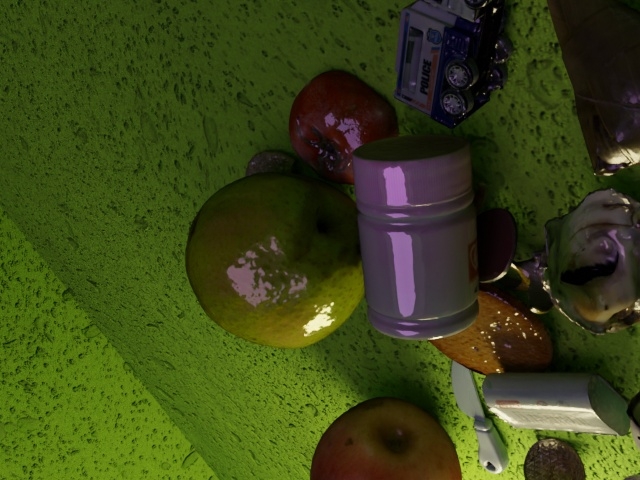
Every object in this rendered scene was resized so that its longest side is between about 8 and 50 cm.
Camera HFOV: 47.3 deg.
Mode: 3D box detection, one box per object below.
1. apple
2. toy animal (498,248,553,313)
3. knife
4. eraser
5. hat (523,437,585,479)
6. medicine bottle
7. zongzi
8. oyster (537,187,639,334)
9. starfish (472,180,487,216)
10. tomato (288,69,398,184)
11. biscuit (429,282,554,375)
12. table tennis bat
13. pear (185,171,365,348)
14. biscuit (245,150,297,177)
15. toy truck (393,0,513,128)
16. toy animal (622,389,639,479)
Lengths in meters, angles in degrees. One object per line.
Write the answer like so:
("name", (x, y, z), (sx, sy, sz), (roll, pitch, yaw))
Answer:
("apple", (0.158, 0.547, 1.728), (0.364, 0.364, 0.363), (26, 138, 26))
("toy animal", (0.392, 0.059, 1.265), (0.155, 0.219, 0.095), (-10, 101, 8))
("knife", (0.346, 0.384, 1.650), (0.080, 0.044, 0.331), (-3, 115, 50))
("eraser", (0.451, 0.314, 1.409), (0.227, 0.081, 0.174), (-11, 140, 46))
("hat", (0.517, 0.497, 1.567), (0.146, 0.067, 0.145), (-14, 71, 46))
("medicine bottle", (0.166, -0.010, 1.255), (0.202, 0.202, 0.315), (11, 117, 38))
("zongzi", (0.433, -0.248, 0.906), (0.274, 0.145, 0.299), (-10, 110, 44))
("oyster", (0.429, 0.039, 1.143), (0.100, 0.275, 0.271), (-115, 30, -52))
("starfish", (0.212, -0.048, 1.373), (0.138, 0.050, 0.247), (39, 129, 12))
("tomato", (0.031, -0.197, 1.377), (0.237, 0.095, 0.236), (26, 139, 25))
("biscuit", (0.318, 0.173, 1.452), (0.305, 0.038, 0.305), (26, 147, 18))
("table tennis bat", (0.284, 0.016, 1.327), (0.022, 0.131, 0.234), (8, 167, -19))
("pear", (-0.070, 0.032, 1.460), (0.391, 0.391, 0.391), (26, 138, 26))
("biscuit", (-0.119, -0.118, 1.649), (0.133, 0.032, 0.250), (35, 143, 18))
("toy truck", (0.197, -0.317, 1.082), (0.155, 0.124, 0.267), (32, 142, 27))
("toy animal", (0.626, 0.387, 1.240), (0.247, 0.183, 0.310), (31, 148, 59))
